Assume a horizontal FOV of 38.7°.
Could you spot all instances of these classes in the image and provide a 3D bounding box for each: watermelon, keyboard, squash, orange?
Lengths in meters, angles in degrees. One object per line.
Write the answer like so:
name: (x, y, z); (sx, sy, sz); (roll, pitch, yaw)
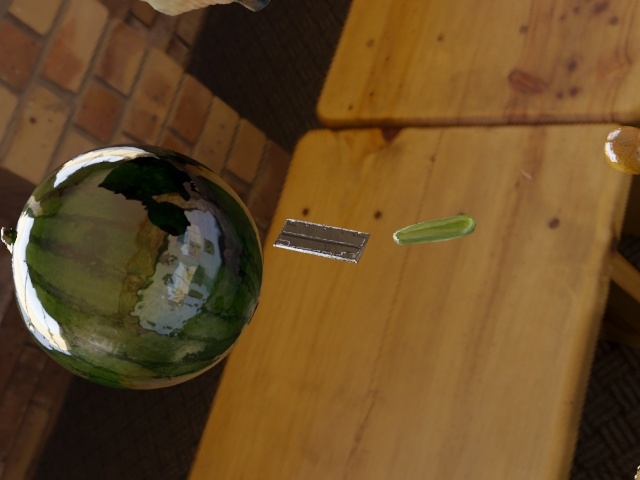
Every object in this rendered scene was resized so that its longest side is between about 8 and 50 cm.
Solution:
watermelon: (-0.176, 0.026, 0.878); (0.242, 0.242, 0.242); (-17, 57, 29)
keyboard: (0.000, 0.000, 1.680); (0.198, 0.010, 0.063); (11, 65, 37)
squash: (0.121, -0.011, 0.970); (0.089, 0.027, 0.027); (-8, 58, 2)
orange: (0.493, -0.144, 1.454); (0.085, 0.085, 0.085); (-17, 57, 29)

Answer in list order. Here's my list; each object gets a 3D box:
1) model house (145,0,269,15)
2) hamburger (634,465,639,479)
model house: (-0.105, -0.356, 0.772); (0.280, 0.312, 0.245); (-1, 76, 42)
hamburger: (0.561, 0.415, 1.208); (0.318, 0.195, 0.276); (-35, 34, 63)
